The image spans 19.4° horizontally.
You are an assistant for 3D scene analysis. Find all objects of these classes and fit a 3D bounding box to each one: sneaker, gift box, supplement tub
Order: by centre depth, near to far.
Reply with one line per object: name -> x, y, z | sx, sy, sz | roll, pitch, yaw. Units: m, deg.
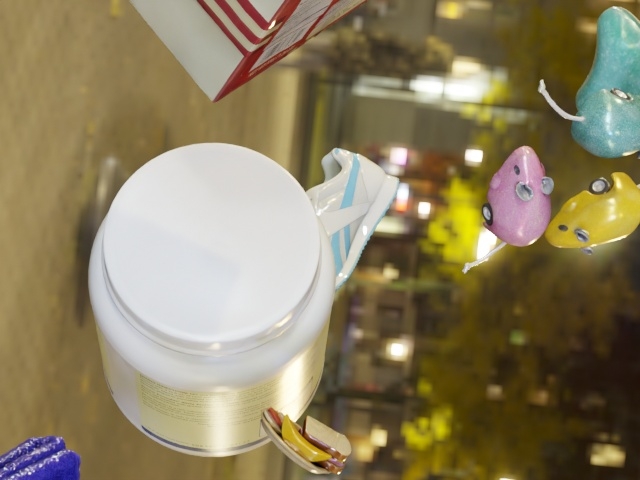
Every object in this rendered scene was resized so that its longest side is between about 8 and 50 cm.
gift box -> -0.072, -0.291, 1.523 | 0.255, 0.258, 0.276 | -36, 176, -37
supplement tub -> -0.106, 0.062, 1.842 | 0.325, 0.235, 0.235 | 98, 0, -67
sneaker -> 0.000, 0.000, 2.097 | 0.229, 0.092, 0.087 | -61, -172, -29

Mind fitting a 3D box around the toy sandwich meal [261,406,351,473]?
toy sandwich meal -> -0.012, 0.161, 1.543 | 0.029, 0.085, 0.085 | -49, -176, 10

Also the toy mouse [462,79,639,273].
toy mouse -> 0.147, -0.038, 1.077 | 0.031, 0.161, 0.143 | 54, -9, 39

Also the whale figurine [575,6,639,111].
whale figurine -> 0.325, -0.107, 1.565 | 0.141, 0.272, 0.216 | -16, 127, -51

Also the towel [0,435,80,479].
towel -> -0.343, 0.402, 2.171 | 0.227, 0.076, 0.308 | -32, 122, -63
